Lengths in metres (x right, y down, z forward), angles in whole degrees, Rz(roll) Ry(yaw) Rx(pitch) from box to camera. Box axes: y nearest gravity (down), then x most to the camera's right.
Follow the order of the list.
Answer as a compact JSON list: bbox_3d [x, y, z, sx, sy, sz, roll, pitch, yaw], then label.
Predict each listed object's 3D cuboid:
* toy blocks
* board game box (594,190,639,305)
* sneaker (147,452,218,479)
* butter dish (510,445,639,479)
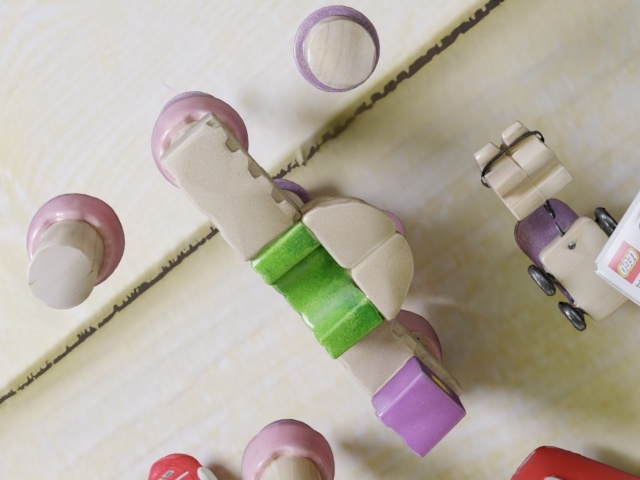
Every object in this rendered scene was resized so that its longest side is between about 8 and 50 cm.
[{"bbox_3d":[0.000,0.000,1.142,0.309,0.260,0.288,-41,101,4],"label":"toy blocks"},{"bbox_3d":[0.286,-0.099,0.934,0.053,0.193,0.305,40,114,25],"label":"board game box"},{"bbox_3d":[-0.161,0.276,1.331,0.279,0.107,0.118,-48,50,23],"label":"sneaker"},{"bbox_3d":[0.179,0.240,1.084,0.160,0.118,0.160,19,60,30],"label":"butter dish"}]
